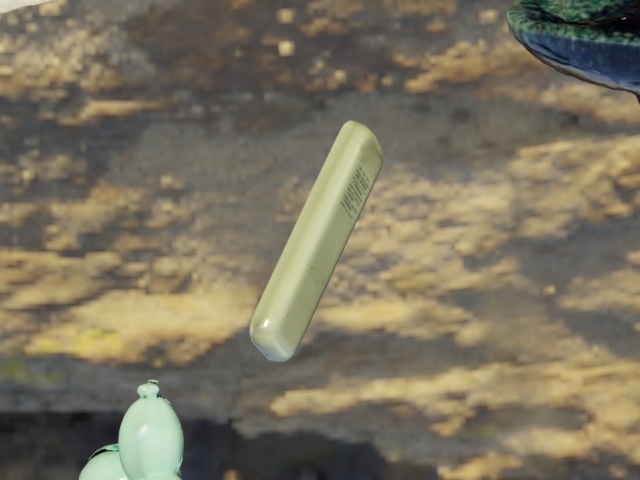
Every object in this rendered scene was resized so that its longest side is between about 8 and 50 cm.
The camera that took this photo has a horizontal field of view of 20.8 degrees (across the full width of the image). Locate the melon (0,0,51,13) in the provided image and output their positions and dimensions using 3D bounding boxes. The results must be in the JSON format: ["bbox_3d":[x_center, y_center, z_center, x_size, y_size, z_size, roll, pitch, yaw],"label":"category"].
[{"bbox_3d":[-0.137,-0.206,1.050,0.202,0.093,0.139,-49,-179,14],"label":"melon"}]

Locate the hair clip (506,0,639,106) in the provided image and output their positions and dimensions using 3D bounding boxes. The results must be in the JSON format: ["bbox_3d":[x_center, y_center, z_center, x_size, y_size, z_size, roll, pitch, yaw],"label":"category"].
[{"bbox_3d":[0.188,-0.165,0.712,0.206,0.310,0.194,1,113,11],"label":"hair clip"}]

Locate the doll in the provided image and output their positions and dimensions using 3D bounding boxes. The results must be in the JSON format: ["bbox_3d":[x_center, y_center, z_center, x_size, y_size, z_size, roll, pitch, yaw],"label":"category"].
[{"bbox_3d":[-0.087,0.164,0.981,0.059,0.159,0.158,-4,-165,-31],"label":"doll"}]

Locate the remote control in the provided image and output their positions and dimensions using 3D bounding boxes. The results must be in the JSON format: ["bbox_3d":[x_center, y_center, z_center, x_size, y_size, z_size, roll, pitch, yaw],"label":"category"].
[{"bbox_3d":[0.000,0.000,2.057,0.038,0.309,0.090,12,156,31],"label":"remote control"}]
